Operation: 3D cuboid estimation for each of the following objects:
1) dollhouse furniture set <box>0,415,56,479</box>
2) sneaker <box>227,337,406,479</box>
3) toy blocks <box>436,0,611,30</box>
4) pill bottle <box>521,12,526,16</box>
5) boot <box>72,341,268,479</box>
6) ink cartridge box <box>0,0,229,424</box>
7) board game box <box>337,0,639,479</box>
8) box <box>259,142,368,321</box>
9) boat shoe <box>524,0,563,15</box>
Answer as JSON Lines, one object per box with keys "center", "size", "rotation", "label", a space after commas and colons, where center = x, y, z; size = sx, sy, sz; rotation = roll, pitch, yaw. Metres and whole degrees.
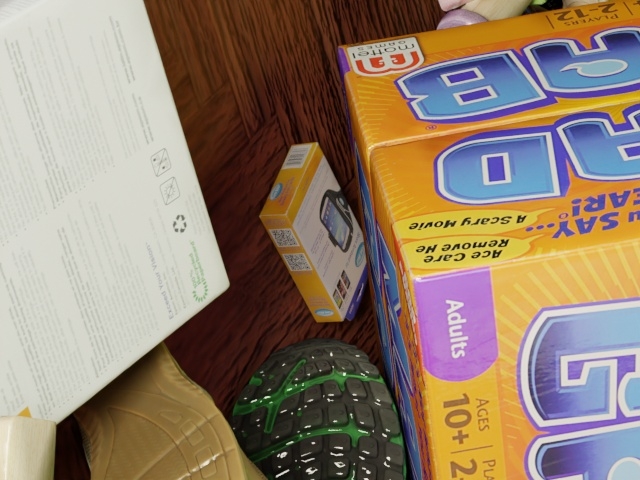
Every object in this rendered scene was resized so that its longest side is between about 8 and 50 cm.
{"center": [-0.237, 0.090, 0.947], "size": [0.129, 0.183, 0.129], "rotation": [20, 70, -59], "label": "dollhouse furniture set"}
{"center": [0.000, 0.242, 1.464], "size": [0.146, 0.134, 0.344], "rotation": [71, 17, -79], "label": "sneaker"}
{"center": [0.161, -0.218, 1.595], "size": [0.260, 0.309, 0.289], "rotation": [-50, 130, -41], "label": "toy blocks"}
{"center": [0.225, -0.269, 1.906], "size": [0.124, 0.124, 0.222], "rotation": [10, 78, -61], "label": "pill bottle"}
{"center": [-0.074, 0.173, 1.236], "size": [0.262, 0.095, 0.203], "rotation": [53, -6, 46], "label": "boot"}
{"center": [-0.158, -0.017, 1.100], "size": [0.224, 0.045, 0.223], "rotation": [-40, 124, -43], "label": "ink cartridge box"}
{"center": [0.227, 0.058, 1.444], "size": [0.356, 0.356, 0.356], "rotation": [-104, -176, -60], "label": "board game box"}
{"center": [0.000, 0.000, 1.562], "size": [0.136, 0.028, 0.081], "rotation": [65, 35, -39], "label": "box"}
{"center": [0.185, -0.255, 1.806], "size": [0.183, 0.066, 0.066], "rotation": [47, -8, 2], "label": "boat shoe"}
